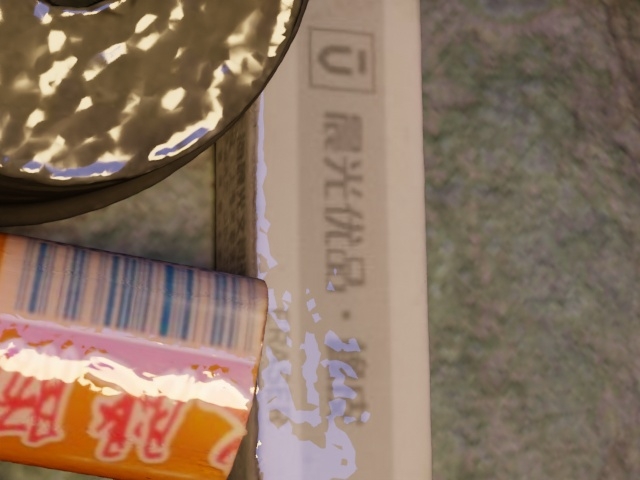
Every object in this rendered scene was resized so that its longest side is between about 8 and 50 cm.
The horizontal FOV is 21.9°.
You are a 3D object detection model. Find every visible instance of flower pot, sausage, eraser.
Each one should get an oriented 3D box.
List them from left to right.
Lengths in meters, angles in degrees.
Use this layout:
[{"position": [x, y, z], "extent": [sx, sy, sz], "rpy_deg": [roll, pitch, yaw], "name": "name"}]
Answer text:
[{"position": [-0.181, 0.032, 0.644], "extent": [0.312, 0.093, 0.093], "rpy_deg": [10, 75, -9], "name": "sausage"}, {"position": [-0.101, -0.113, 0.595], "extent": [0.269, 0.166, 0.269], "rpy_deg": [-7, 110, -20], "name": "flower pot"}, {"position": [0.000, 0.000, 0.748], "extent": [0.089, 0.061, 0.352], "rpy_deg": [2, 79, -19], "name": "eraser"}]
